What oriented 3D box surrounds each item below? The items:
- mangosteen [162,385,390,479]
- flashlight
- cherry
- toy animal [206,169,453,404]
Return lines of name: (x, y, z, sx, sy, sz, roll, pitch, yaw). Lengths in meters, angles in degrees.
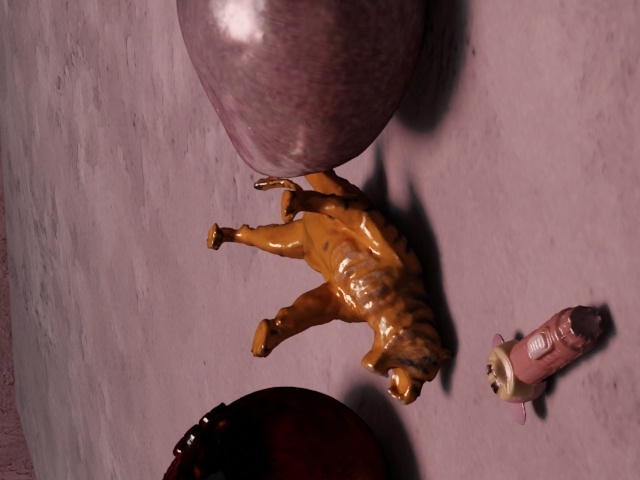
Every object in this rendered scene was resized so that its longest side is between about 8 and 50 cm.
mangosteen: (-0.020, 0.199, 0.971, 0.200, 0.200, 0.199, 171, 90, -71)
flashlight: (0.110, 0.059, 0.710, 0.110, 0.031, 0.052, 125, 133, -63)
cherry: (-0.010, -0.126, 0.804, 0.176, 0.140, 0.176, 162, 90, -74)
toy animal: (0.003, -0.007, 0.922, 0.255, 0.116, 0.114, -120, 45, -60)
